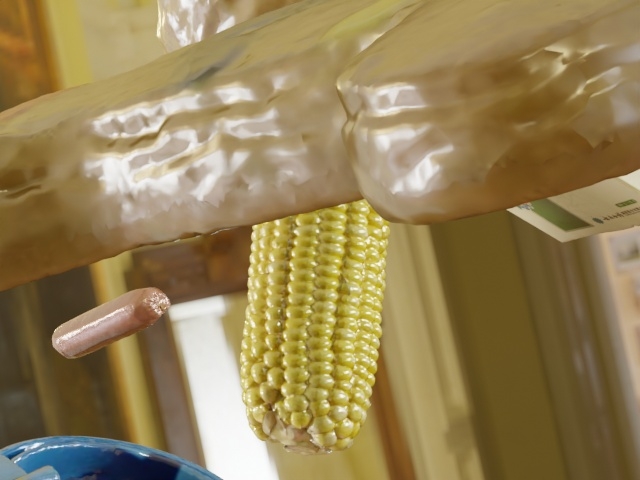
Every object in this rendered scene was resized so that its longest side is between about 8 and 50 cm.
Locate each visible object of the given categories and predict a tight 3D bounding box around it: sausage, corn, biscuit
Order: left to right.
[{"bbox_3d":[-0.177,0.069,1.545,0.147,0.030,0.035,-26,31,45],"label":"sausage"},{"bbox_3d":[0.000,0.000,1.080,0.081,0.248,0.081,5,-18,2],"label":"corn"},{"bbox_3d":[0.067,-0.080,0.642,0.368,0.076,0.394,-25,10,-39],"label":"biscuit"}]

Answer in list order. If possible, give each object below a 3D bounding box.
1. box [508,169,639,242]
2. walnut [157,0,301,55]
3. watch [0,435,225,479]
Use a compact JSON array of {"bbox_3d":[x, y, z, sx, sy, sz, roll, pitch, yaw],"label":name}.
[{"bbox_3d":[0.211,-0.086,1.631,0.168,0.095,0.212,31,-16,-14],"label":"box"},{"bbox_3d":[-0.012,-0.272,1.961,0.383,0.383,0.383,-12,-4,-1],"label":"walnut"},{"bbox_3d":[-0.145,0.267,1.365,0.305,0.241,0.274,30,23,30],"label":"watch"}]
